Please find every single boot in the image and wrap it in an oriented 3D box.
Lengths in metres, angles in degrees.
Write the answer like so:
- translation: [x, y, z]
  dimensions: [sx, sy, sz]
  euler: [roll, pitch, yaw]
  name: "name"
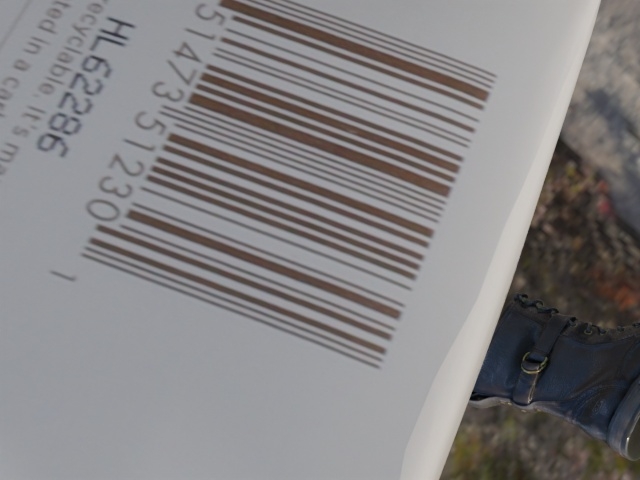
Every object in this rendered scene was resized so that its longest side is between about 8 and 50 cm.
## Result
- translation: [0.302, 0.105, 1.869]
  dimensions: [0.229, 0.263, 0.091]
  euler: [24, 158, 38]
  name: "boot"

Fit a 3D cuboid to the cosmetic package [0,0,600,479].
- translation: [-0.104, 0.055, 0.757]
  dimensions: [0.327, 0.329, 0.394]
  euler: [19, 145, 6]
  name: "cosmetic package"
